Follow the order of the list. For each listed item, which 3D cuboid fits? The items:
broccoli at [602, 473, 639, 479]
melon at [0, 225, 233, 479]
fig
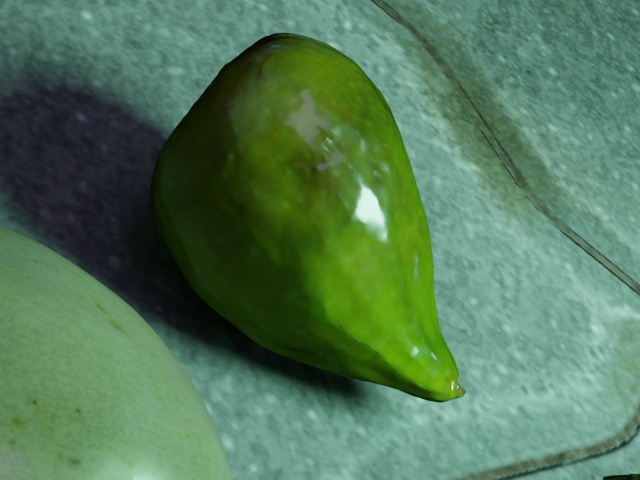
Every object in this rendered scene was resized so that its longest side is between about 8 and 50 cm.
[{"bbox_3d":[0.246,0.214,0.881,0.248,0.245,0.288,51,43,2],"label":"broccoli"},{"bbox_3d":[-0.196,0.111,0.612,0.330,0.268,0.268,6,44,-12],"label":"melon"},{"bbox_3d":[-0.015,-0.006,0.998,0.167,0.167,0.234,-18,100,-48],"label":"fig"}]
